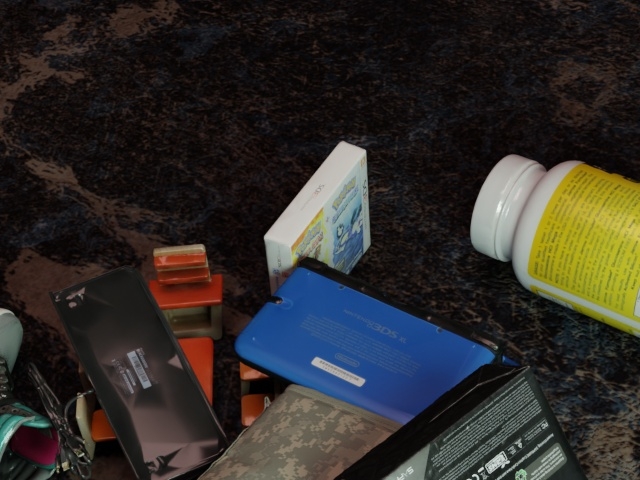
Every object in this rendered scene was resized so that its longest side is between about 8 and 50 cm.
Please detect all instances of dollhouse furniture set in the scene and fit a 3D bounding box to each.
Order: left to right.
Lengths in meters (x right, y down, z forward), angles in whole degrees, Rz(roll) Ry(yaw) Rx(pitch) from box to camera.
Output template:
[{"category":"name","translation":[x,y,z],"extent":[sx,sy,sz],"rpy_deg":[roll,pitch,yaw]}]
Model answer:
[{"category":"dollhouse furniture set","translation":[-0.178,0.145,2.004],"extent":[0.262,0.135,0.259],"rpy_deg":[-6,45,2]}]

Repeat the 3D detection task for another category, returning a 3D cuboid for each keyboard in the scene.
[{"category":"keyboard","translation":[-0.258,0.180,1.917],"extent":[0.201,0.033,0.317],"rpy_deg":[-21,56,-16]}]

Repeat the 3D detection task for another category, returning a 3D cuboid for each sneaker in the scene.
[{"category":"sneaker","translation":[-0.394,0.215,1.966],"extent":[0.178,0.124,0.296],"rpy_deg":[5,53,19]}]

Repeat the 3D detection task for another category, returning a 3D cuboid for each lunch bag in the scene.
[{"category":"lunch bag","translation":[0.003,0.309,1.753],"extent":[0.287,0.169,0.235],"rpy_deg":[27,51,25]}]

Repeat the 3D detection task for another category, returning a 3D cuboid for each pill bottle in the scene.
[{"category":"pill bottle","translation":[0.373,0.007,2.037],"extent":[0.334,0.188,0.188],"rpy_deg":[24,52,27]}]

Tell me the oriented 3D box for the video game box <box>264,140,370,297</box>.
[{"category":"video game box","translation":[0.000,0.000,2.092],"extent":[0.048,0.187,0.205],"rpy_deg":[19,51,24]}]

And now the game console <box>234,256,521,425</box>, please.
[{"category":"game console","translation":[0.082,0.153,1.946],"extent":[0.293,0.173,0.250],"rpy_deg":[23,55,28]}]

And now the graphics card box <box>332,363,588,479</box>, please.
[{"category":"graphics card box","translation":[0.194,0.341,1.620],"extent":[0.232,0.371,0.094],"rpy_deg":[-35,15,-24]}]
